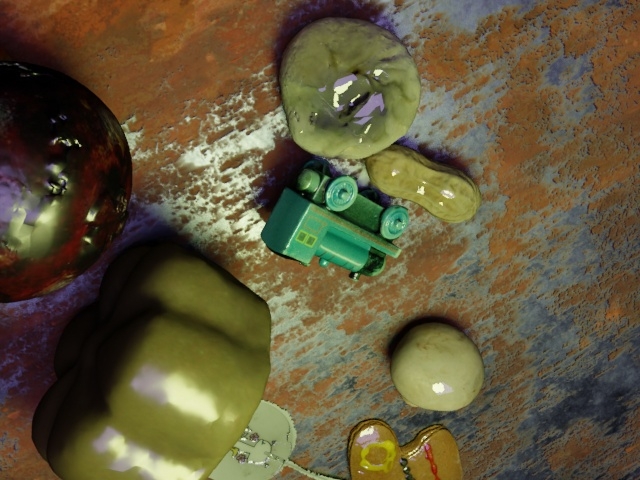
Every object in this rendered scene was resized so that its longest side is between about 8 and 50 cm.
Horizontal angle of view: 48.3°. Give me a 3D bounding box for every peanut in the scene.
[{"bbox_3d":[0.208,-0.110,1.418,0.275,0.125,0.111,19,104,-21],"label":"peanut"}]

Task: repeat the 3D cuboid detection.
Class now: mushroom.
[{"bbox_3d":[0.247,0.292,1.543,0.206,0.206,0.209,4,109,-16],"label":"mushroom"}]

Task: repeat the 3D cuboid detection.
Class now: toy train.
[{"bbox_3d":[0.039,-0.027,1.372,0.298,0.120,0.194,25,97,-42],"label":"toy train"}]

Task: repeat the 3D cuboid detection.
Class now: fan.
[{"bbox_3d":[-0.103,0.495,1.629,0.415,0.012,0.233,33,100,-20],"label":"fan"}]

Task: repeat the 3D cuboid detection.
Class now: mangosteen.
[{"bbox_3d":[-0.496,-0.108,1.127,0.381,0.421,0.381,-34,146,-28],"label":"mangosteen"}]

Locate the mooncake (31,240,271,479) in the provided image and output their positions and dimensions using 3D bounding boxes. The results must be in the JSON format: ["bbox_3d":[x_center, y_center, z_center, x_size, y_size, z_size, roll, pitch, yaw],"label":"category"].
[{"bbox_3d":[-0.302,0.233,1.251,0.262,0.467,0.467,34,99,-27],"label":"mooncake"}]

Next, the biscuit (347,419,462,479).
[{"bbox_3d":[0.205,0.525,1.698,0.277,0.052,0.262,-13,113,-9],"label":"biscuit"}]

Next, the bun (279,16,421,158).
[{"bbox_3d":[0.057,-0.272,1.299,0.273,0.168,0.272,-2,109,-6],"label":"bun"}]
